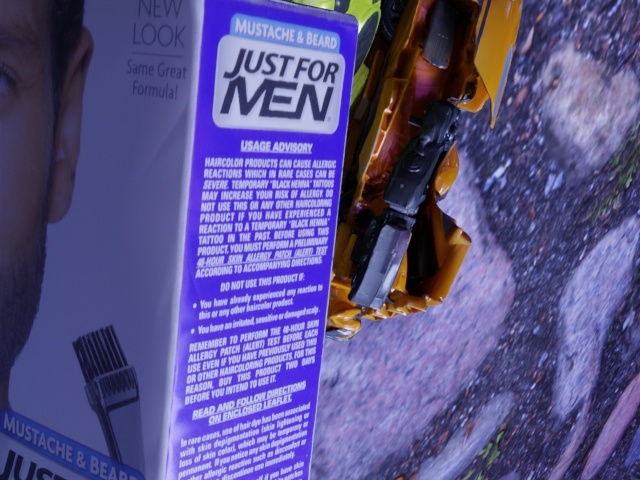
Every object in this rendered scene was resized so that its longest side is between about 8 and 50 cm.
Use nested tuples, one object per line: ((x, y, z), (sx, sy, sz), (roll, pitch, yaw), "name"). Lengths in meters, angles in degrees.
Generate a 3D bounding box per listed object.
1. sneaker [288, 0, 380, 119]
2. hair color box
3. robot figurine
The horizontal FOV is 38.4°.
((-0.040, -0.115, 0.545), (0.109, 0.123, 0.295), (-40, 163, -38), "sneaker")
((-0.099, 0.052, 0.452), (0.110, 0.185, 0.338), (-3, 102, -51), "hair color box")
((0.061, -0.070, 0.608), (0.211, 0.085, 0.291), (149, -41, -76), "robot figurine")
